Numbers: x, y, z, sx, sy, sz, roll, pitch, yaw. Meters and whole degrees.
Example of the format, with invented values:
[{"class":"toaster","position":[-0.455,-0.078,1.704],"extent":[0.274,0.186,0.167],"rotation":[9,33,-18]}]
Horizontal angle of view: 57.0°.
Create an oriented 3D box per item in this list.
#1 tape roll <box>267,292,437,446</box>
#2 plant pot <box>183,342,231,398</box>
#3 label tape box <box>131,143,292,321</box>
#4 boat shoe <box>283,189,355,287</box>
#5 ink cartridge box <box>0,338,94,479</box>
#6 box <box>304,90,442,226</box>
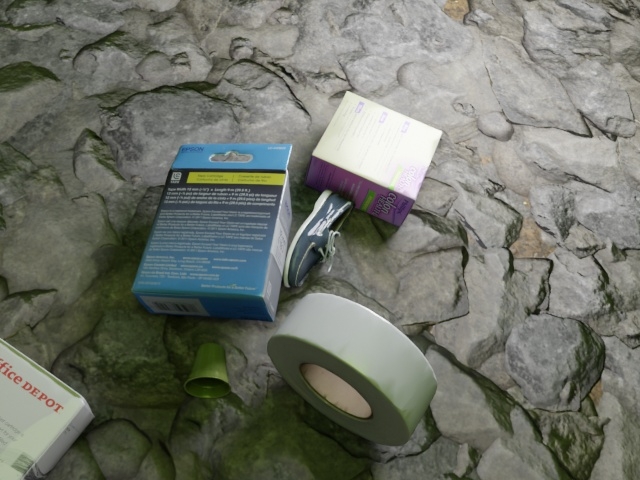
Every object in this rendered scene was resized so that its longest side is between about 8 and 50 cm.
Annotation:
[{"class":"tape roll","position":[0.049,0.220,1.000],"extent":[0.286,0.286,0.100],"rotation":[34,61,9]},{"class":"plant pot","position":[-0.202,0.232,1.067],"extent":[0.083,0.083,0.079],"rotation":[4,49,-9]},{"class":"label tape box","position":[-0.190,-0.025,1.152],"extent":[0.249,0.115,0.347],"rotation":[2,58,11]},{"class":"boat shoe","position":[0.000,0.000,1.225],"extent":[0.079,0.095,0.254],"rotation":[19,50,13]},{"class":"ink cartridge box","position":[-0.531,0.325,0.920],"extent":[0.207,0.117,0.283],"rotation":[32,61,8]},{"class":"box","position":[0.120,-0.186,1.335],"extent":[0.243,0.117,0.213],"rotation":[24,59,3]}]
